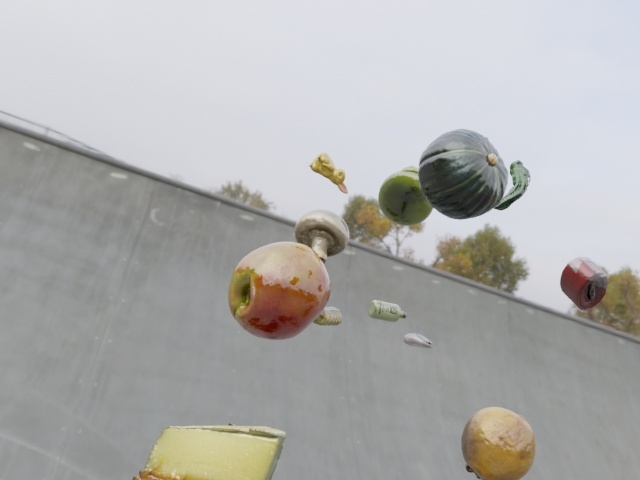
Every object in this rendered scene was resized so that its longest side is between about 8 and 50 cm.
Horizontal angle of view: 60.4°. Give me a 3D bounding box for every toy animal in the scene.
[{"bbox_3d":[0.043,-0.222,1.823,0.159,0.070,0.083,44,32,-5],"label":"toy animal"}]

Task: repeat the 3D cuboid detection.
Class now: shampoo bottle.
[{"bbox_3d":[0.292,0.306,2.346,0.162,0.079,0.079,14,-4,-15],"label":"shampoo bottle"}]

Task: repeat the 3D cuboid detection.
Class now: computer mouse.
[{"bbox_3d":[0.312,0.319,1.760,0.096,0.039,0.066,-2,-21,45],"label":"computer mouse"}]

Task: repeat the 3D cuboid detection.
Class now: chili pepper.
[{"bbox_3d":[0.578,-0.160,1.635,0.073,0.182,0.050,17,-29,26],"label":"chili pepper"}]

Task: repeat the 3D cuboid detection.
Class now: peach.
[{"bbox_3d":[-0.114,0.152,1.687,0.308,0.307,0.333,12,16,39],"label":"peach"}]

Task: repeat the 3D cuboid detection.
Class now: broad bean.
[{"bbox_3d":[0.364,-0.180,2.288,0.238,0.119,0.291,47,-46,0],"label":"broad bean"}]

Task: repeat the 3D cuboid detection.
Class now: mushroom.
[{"bbox_3d":[0.000,0.000,2.025,0.208,0.215,0.207,6,-42,6],"label":"mushroom"}]

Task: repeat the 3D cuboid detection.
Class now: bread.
[{"bbox_3d":[-0.346,0.685,1.568,0.406,0.345,0.242,12,-14,-14],"label":"bread"},{"bbox_3d":[0.025,0.357,2.603,0.087,0.098,0.269,-22,-15,15],"label":"bread"}]

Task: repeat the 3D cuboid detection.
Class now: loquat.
[{"bbox_3d":[0.547,0.629,1.689,0.239,0.238,0.193,18,-5,-20],"label":"loquat"}]

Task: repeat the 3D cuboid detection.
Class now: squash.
[{"bbox_3d":[0.324,-0.149,1.253,0.218,0.218,0.172,19,-44,-29],"label":"squash"}]

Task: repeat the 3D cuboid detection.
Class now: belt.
[{"bbox_3d":[0.941,0.149,1.982,0.124,0.128,0.200,61,-4,46],"label":"belt"}]

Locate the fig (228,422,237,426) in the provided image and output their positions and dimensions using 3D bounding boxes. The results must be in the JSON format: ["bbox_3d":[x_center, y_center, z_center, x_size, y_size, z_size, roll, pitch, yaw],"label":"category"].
[{"bbox_3d":[-0.273,0.831,2.213,0.151,0.151,0.259,23,31,-52],"label":"fig"}]
